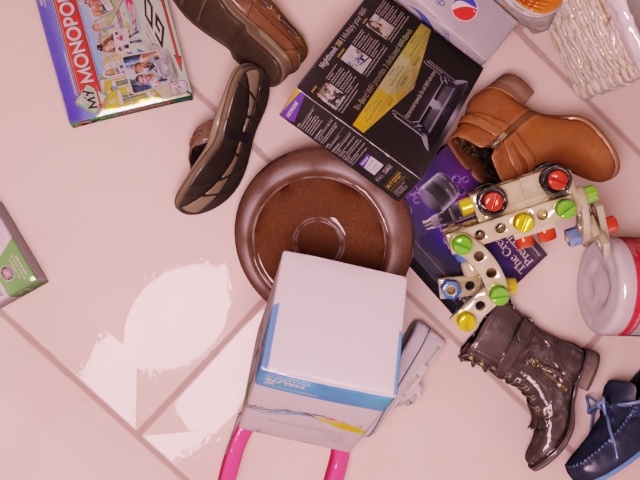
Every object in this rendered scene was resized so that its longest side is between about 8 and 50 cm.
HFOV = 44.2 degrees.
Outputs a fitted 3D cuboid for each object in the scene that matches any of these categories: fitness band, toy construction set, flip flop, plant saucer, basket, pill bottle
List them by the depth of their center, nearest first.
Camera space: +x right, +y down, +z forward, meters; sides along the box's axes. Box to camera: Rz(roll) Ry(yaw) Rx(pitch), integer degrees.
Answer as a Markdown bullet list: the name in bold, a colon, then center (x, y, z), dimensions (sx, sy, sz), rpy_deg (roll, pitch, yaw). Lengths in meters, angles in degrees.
- **toy construction set**: center (0.333, -0.003, 1.264), dimensions (0.328, 0.151, 0.215), rpy_deg (-21, 99, -9)
- **plant saucer**: center (0.000, 0.000, 1.321), dimensions (0.311, 0.050, 0.310), rpy_deg (2, 104, 10)
- **flip flop**: center (-0.175, -0.173, 1.340), dimensions (0.080, 0.112, 0.277), rpy_deg (25, 97, 33)
- **fitness band**: center (-0.064, 0.399, 1.352), dimensions (0.209, 0.054, 0.290), rpy_deg (17, 87, -7)
- **basket**: center (0.576, -0.459, 1.360), dimensions (0.331, 0.266, 0.328), rpy_deg (-24, 91, -7)
- **pill bottle**: center (0.638, 0.084, 1.393), dimensions (0.319, 0.176, 0.176), rpy_deg (2, 88, -8)

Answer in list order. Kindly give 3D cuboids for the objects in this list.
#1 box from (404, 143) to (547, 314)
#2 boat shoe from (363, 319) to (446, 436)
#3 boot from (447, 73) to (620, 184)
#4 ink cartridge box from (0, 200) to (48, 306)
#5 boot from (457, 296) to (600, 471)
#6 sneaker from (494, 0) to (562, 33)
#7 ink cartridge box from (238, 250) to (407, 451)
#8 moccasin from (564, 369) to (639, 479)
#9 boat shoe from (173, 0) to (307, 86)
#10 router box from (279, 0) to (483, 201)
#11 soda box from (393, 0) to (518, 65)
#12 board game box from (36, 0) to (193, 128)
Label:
- **box**: center (0.235, -0.010, 1.384), dimensions (0.184, 0.103, 0.261), rpy_deg (-43, 93, -4)
- **boat shoe**: center (0.145, 0.251, 1.369), dimensions (0.076, 0.083, 0.226), rpy_deg (32, 84, -4)
- **boot**: center (0.367, -0.152, 1.355), dimensions (0.283, 0.109, 0.220), rpy_deg (42, 52, 0)
- **ink cartridge box**: center (-0.585, 0.054, 1.275), dimensions (0.219, 0.092, 0.160), rpy_deg (-31, 91, -8)
- **boot**: center (0.350, 0.249, 1.405), dimensions (0.229, 0.091, 0.263), rpy_deg (26, 81, 0)
- **sneaker**: center (0.313, -0.458, 1.416), dimensions (0.099, 0.121, 0.262), rpy_deg (-42, 70, -6)
- **ink cartridge box**: center (-0.002, 0.182, 1.231), dimensions (0.197, 0.270, 0.198), rpy_deg (13, 57, -6)
- **moccasin**: center (0.548, 0.295, 1.413), dimensions (0.342, 0.138, 0.117), rpy_deg (-37, 89, -21)
- **boat shoe**: center (-0.150, -0.402, 1.350), dimensions (0.307, 0.111, 0.104), rpy_deg (48, 54, -12)
- **router box**: center (0.110, -0.251, 1.318), dimensions (0.243, 0.081, 0.309), rpy_deg (36, 55, -5)
- **soda box**: center (0.202, -0.432, 1.397), dimensions (0.286, 0.091, 0.098), rpy_deg (39, 82, -5)
- **board game box**: center (-0.361, -0.372, 1.345), dimensions (0.213, 0.046, 0.317), rpy_deg (-16, 90, -9)
